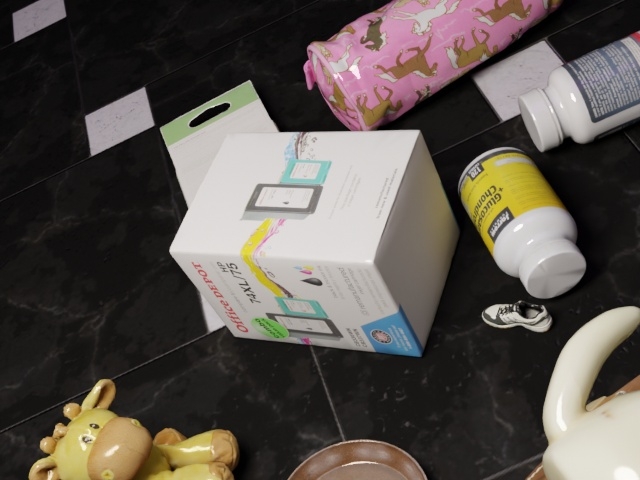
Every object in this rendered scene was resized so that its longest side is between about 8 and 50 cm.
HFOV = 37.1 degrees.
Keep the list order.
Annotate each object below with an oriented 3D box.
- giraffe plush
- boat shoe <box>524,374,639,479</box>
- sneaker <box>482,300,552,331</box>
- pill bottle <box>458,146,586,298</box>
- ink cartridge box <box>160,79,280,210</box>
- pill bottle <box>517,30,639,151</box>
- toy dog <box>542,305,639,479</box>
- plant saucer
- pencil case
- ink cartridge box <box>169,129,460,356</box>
[{"bbox_3d":[-0.217,0.249,1.058,0.210,0.170,0.181,-21,32,18],"label":"giraffe plush"},{"bbox_3d":[0.295,0.212,0.921,0.324,0.122,0.120,-32,15,-7],"label":"boat shoe"},{"bbox_3d":[0.226,0.082,1.106,0.083,0.037,0.032,2,55,29],"label":"sneaker"},{"bbox_3d":[0.242,-0.021,1.141,0.103,0.103,0.184,-25,45,3],"label":"pill bottle"},{"bbox_3d":[-0.140,-0.131,1.454,0.171,0.056,0.235,-28,42,0],"label":"ink cartridge box"},{"bbox_3d":[0.353,-0.187,1.229,0.180,0.108,0.108,-23,45,5],"label":"pill bottle"},{"bbox_3d":[0.405,0.217,0.743,0.408,0.284,0.395,-17,57,0],"label":"toy dog"},{"bbox_3d":[0.036,0.288,1.010,0.168,0.029,0.168,-10,40,9],"label":"plant saucer"},{"bbox_3d":[0.163,-0.310,1.395,0.386,0.160,0.167,-35,17,-5],"label":"pencil case"},{"bbox_3d":[0.000,0.000,1.173,0.270,0.198,0.197,3,54,28],"label":"ink cartridge box"}]
